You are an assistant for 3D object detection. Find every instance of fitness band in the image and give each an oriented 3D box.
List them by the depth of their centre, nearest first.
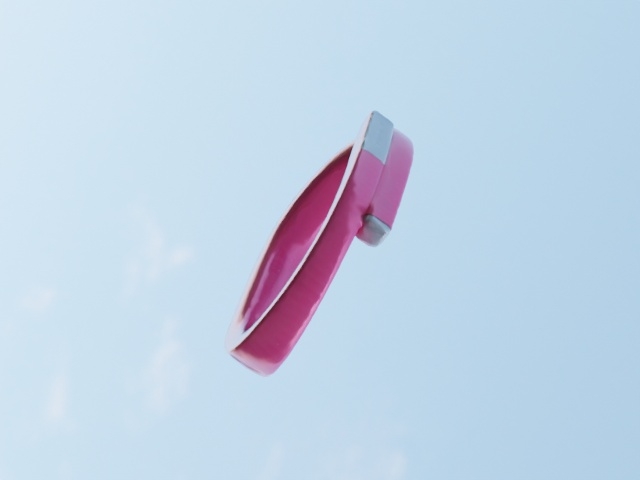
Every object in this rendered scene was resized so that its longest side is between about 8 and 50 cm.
[{"bbox_3d":[0.000,0.000,1.345,0.209,0.054,0.291,-50,-169,35],"label":"fitness band"}]
